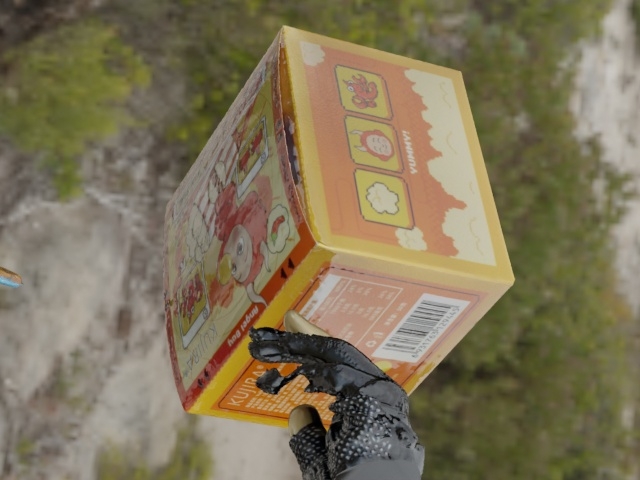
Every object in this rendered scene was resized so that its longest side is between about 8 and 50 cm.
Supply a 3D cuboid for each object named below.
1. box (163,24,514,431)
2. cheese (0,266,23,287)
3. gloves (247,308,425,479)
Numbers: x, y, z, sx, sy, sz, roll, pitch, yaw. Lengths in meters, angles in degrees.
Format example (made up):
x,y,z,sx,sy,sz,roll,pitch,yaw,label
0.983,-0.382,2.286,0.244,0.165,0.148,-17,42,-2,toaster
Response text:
x,y,z,sx,sy,sz,roll,pitch,yaw,label
0.000,0.000,1.454,0.283,0.213,0.260,-52,-142,42,box
-0.379,0.039,1.812,0.017,0.047,0.111,-68,165,0,cheese
0.014,0.119,1.187,0.129,0.106,0.181,63,9,-53,gloves
